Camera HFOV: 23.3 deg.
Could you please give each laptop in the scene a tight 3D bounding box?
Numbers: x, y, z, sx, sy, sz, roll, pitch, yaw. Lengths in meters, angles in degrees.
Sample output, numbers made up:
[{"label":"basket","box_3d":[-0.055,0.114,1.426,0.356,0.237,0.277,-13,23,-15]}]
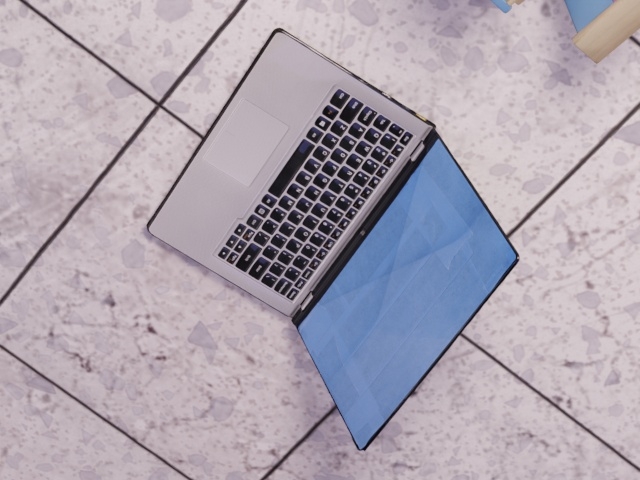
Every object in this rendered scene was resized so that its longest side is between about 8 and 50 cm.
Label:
[{"label":"laptop","box_3d":[0.000,0.000,2.118,0.408,0.236,0.382,32,117,-9]}]

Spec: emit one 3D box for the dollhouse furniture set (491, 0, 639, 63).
[{"label":"dollhouse furniture set","box_3d":[0.299,-0.416,1.826,0.303,0.198,0.286,34,119,-31]}]
